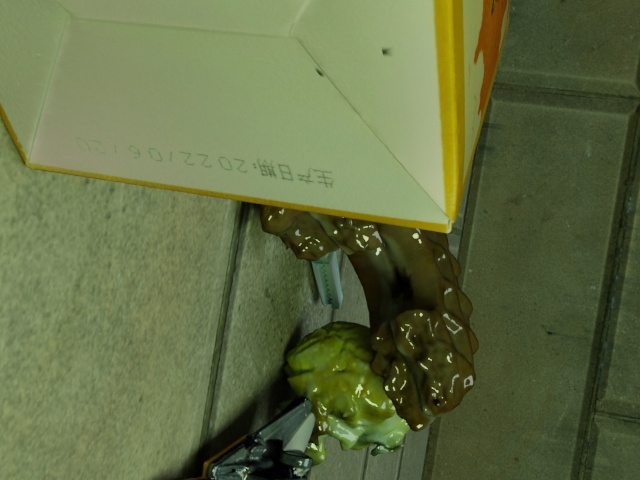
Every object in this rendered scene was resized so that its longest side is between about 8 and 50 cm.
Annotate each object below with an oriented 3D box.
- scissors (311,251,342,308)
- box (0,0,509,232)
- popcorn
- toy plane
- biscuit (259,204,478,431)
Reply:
[{"bbox_3d":[0.000,0.000,1.187,0.256,0.030,0.125,79,25,-44],"label":"scissors"},{"bbox_3d":[-0.042,-0.180,0.498,0.259,0.283,0.214,80,24,-48],"label":"box"},{"bbox_3d":[0.028,0.213,1.170,0.212,0.198,0.198,-44,158,-3],"label":"popcorn"},{"bbox_3d":[-0.080,0.263,0.934,0.316,0.103,0.204,34,67,-72],"label":"toy plane"},{"bbox_3d":[0.069,0.018,1.047,0.366,0.115,0.268,59,25,-15],"label":"biscuit"}]
